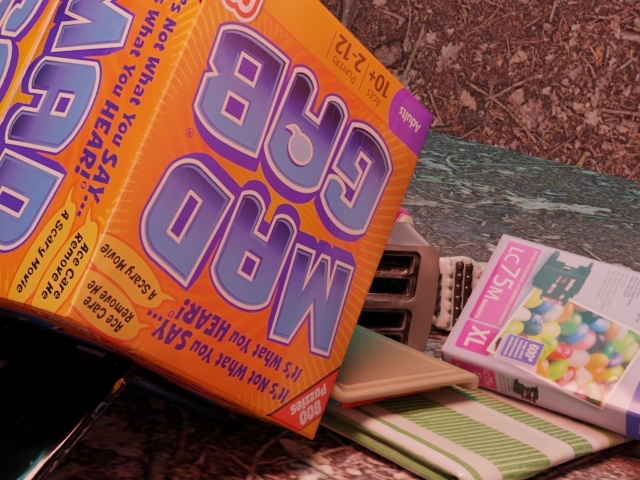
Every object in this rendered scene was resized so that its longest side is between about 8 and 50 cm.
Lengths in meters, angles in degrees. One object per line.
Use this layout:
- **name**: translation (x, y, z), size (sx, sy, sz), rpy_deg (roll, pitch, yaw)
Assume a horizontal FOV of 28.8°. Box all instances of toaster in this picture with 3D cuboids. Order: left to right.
- **toaster**: translation (0.059, 0.065, 1.584), size (0.185, 0.168, 0.110), rpy_deg (3, 17, -18)

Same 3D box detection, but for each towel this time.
- **towel**: translation (0.172, 0.200, 1.376), size (0.247, 0.038, 0.324), rpy_deg (21, 16, 39)

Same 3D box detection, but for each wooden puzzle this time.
- **wooden puzzle**: translation (0.022, 0.135, 1.376), size (0.238, 0.044, 0.221), rpy_deg (4, 12, -44)

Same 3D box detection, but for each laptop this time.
- **laptop**: translation (-0.342, 0.179, 1.161), size (0.381, 0.236, 0.408), rpy_deg (14, 43, 24)

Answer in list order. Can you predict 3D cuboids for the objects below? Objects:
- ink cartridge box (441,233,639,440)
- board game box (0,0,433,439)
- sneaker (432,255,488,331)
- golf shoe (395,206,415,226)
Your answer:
- **ink cartridge box**: translation (0.315, 0.114, 1.412), size (0.311, 0.065, 0.186), rpy_deg (18, 58, 23)
- **board game box**: translation (-0.171, -0.062, 1.209), size (0.356, 0.357, 0.356), rpy_deg (11, -16, 38)
- **sneaker**: translation (0.198, 0.072, 1.803), size (0.118, 0.110, 0.292), rpy_deg (10, 3, 40)
- **golf shoe**: translation (0.000, 0.000, 1.872), size (0.306, 0.140, 0.115), rpy_deg (5, 15, -12)
